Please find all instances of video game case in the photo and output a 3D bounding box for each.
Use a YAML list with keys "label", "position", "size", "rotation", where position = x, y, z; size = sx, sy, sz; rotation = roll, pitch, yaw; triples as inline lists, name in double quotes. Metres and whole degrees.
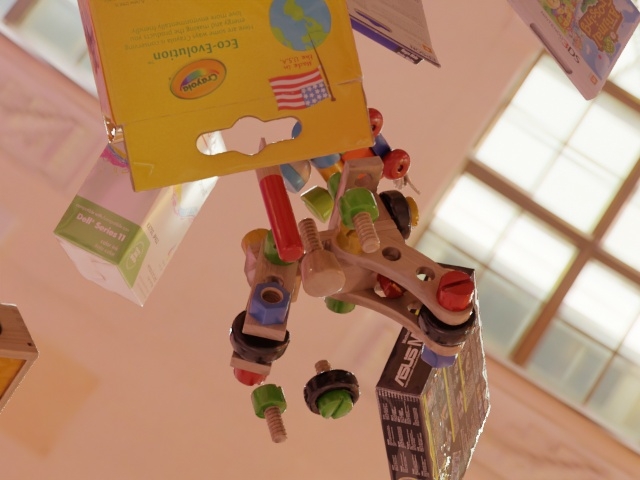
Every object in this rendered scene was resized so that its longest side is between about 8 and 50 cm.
- label: "video game case"
  position: [0.369, -0.334, 2.324]
  size: [0.023, 0.212, 0.193]
  rotation: [-24, -67, 46]

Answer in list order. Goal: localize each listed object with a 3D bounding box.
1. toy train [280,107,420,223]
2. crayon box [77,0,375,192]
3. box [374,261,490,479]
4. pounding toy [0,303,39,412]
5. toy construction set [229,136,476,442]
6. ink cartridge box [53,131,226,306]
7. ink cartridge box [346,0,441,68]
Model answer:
- label: "toy train"
  position: [0.036, -0.076, 2.054]
  size: [0.105, 0.143, 0.248]
  rotation: [38, -9, 42]
- label: "crayon box"
  position: [-0.092, -0.204, 1.282]
  size: [0.081, 0.202, 0.318]
  rotation: [149, -71, -76]
- label: "box"
  position: [0.143, 0.195, 2.000]
  size: [0.060, 0.216, 0.270]
  rotation: [10, -42, 21]
- label: "pounding toy"
  position: [-0.353, 0.118, 1.585]
  size: [0.130, 0.141, 0.100]
  rotation: [10, 36, -43]
- label: "toy construction set"
  position: [0.000, 0.000, 1.617]
  size: [0.309, 0.257, 0.237]
  rotation: [66, 5, -52]
- label: "ink cartridge box"
  position: [-0.248, -0.100, 2.468]
  size: [0.119, 0.353, 0.207]
  rotation: [25, -16, 13]
- label: "ink cartridge box"
  position: [0.049, -0.324, 2.180]
  size: [0.223, 0.045, 0.224]
  rotation: [26, 31, -24]
